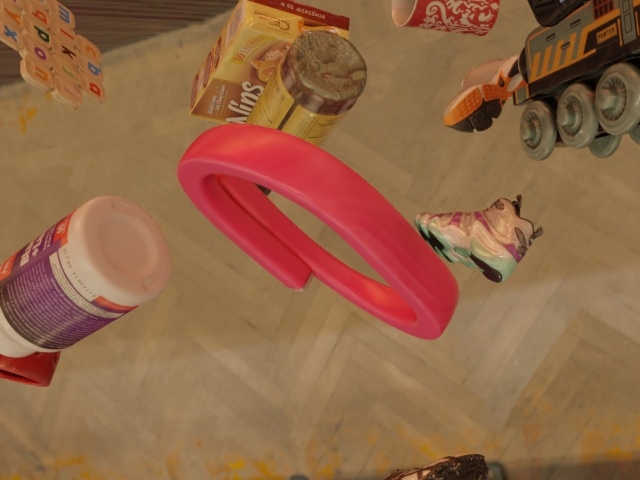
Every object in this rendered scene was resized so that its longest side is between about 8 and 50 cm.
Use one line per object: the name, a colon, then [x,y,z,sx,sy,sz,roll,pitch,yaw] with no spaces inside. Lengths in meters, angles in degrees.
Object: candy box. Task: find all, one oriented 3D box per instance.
candy box: [-0.099,-0.299,1.402,0.316,0.183,0.087,145,133,-59]

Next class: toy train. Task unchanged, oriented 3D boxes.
toy train: [0.338,-0.203,0.937,0.334,0.142,0.190,167,99,-76]

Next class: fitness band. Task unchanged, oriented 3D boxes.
fitness band: [0.000,0.000,0.703,0.209,0.054,0.291,11,155,49]

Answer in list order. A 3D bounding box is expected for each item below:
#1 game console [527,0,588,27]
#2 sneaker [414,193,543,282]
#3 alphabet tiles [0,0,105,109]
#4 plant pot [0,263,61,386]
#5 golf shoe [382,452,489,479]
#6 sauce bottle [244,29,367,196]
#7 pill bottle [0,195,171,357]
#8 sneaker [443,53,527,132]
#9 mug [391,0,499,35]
game console: [0.186,-0.258,0.646,0.144,0.085,0.124,-34,75,55]
sneaker: [0.121,-0.013,0.591,0.098,0.069,0.038,33,163,45]
alphabet tiles: [-0.549,-0.398,1.611,0.021,0.278,0.284,-30,56,22]
plant pot: [-0.529,0.143,1.361,0.191,0.191,0.174,-1,65,31]
golf shoe: [0.138,0.341,1.119,0.094,0.198,0.077,-151,42,-68]
sauce bottle: [-0.051,-0.152,1.103,0.111,0.111,0.344,56,149,5]
pill bottle: [-0.245,0.044,0.769,0.193,0.108,0.108,-29,89,31]
sneaker: [0.337,-0.313,1.716,0.121,0.262,0.099,16,134,48]
mug: [0.224,-0.441,1.461,0.150,0.169,0.113,-114,34,-54]
